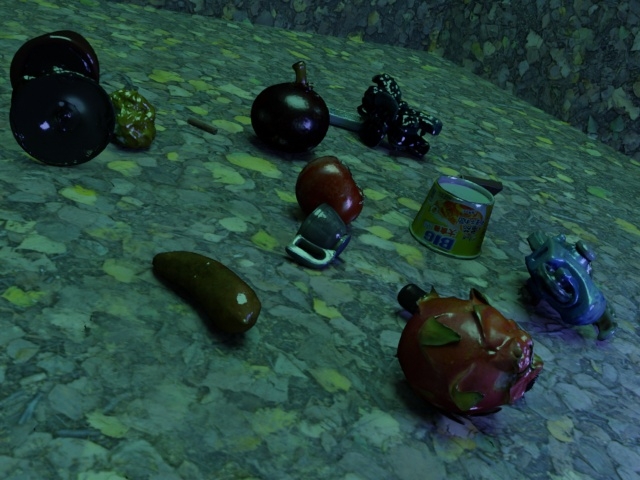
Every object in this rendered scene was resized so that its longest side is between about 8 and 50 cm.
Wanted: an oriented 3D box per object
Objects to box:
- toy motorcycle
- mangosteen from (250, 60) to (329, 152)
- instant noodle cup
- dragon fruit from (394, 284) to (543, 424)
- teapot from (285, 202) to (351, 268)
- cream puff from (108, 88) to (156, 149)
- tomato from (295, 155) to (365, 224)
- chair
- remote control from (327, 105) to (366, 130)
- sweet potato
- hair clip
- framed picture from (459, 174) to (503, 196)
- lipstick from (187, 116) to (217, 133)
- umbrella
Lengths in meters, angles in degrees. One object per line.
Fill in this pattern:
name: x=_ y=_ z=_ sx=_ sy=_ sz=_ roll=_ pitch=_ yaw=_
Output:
toy motorcycle: x=0.582 y=0.090 z=1.742 sx=0.241 sy=0.181 sz=0.319 roll=19 pitch=24 yaw=3
mangosteen: x=-0.075 y=-0.386 z=2.196 sx=0.236 sy=0.261 sz=0.235 roll=14 pitch=23 yaw=-6
instant noodle cup: x=0.341 y=-0.067 z=1.946 sx=0.205 sy=0.152 sz=0.205 roll=13 pitch=25 yaw=-6
dragon fruit: x=0.249 y=0.196 z=1.288 sx=0.224 sy=0.224 sz=0.227 roll=-10 pitch=31 yaw=-45
teapot: x=0.006 y=-0.008 z=1.665 sx=0.108 sy=0.111 sz=0.149 roll=38 pitch=24 yaw=10
cream puff: x=-0.477 y=-0.311 z=1.930 sx=0.121 sy=0.156 sz=0.156 roll=-10 pitch=35 yaw=-26
tomato: x=0.020 y=-0.111 z=1.841 sx=0.187 sy=0.151 sz=0.187 roll=52 pitch=-1 yaw=1
chair: x=-0.628 y=-0.358 z=1.834 sx=0.227 sy=0.226 sz=0.401 roll=6 pitch=27 yaw=-24
remote control: x=0.047 y=-0.423 z=2.604 sx=0.244 sy=0.047 sz=0.087 roll=15 pitch=28 yaw=-6
sweet potato: x=-0.200 y=0.083 z=1.372 sx=0.097 sy=0.097 sz=0.292 roll=-7 pitch=27 yaw=-42
hair clip: x=0.243 y=-0.411 z=2.505 sx=0.206 sy=0.194 sz=0.310 roll=-22 pitch=59 yaw=-43
framed picture: x=0.398 y=-0.120 z=2.086 sx=0.128 sy=0.168 sz=0.023 roll=8 pitch=61 yaw=-21
lipstick: x=-0.340 y=-0.332 z=2.198 sx=0.094 sy=0.019 sz=0.019 roll=25 pitch=26 yaw=14
umbrella: x=0.278 y=0.181 z=1.472 sx=0.094 sy=0.090 sz=0.326 roll=-29 pitch=48 yaw=-29
